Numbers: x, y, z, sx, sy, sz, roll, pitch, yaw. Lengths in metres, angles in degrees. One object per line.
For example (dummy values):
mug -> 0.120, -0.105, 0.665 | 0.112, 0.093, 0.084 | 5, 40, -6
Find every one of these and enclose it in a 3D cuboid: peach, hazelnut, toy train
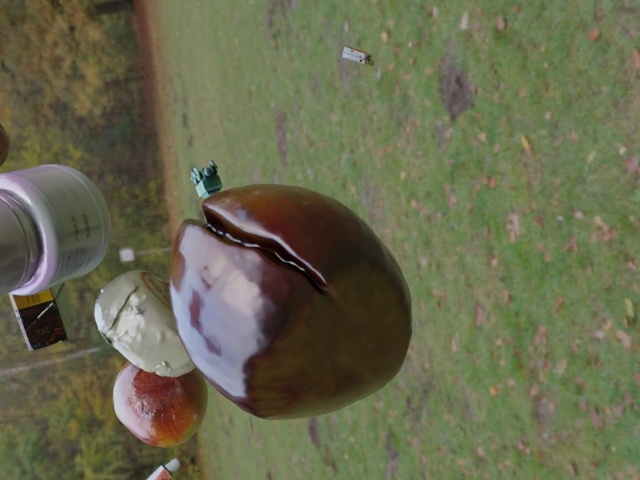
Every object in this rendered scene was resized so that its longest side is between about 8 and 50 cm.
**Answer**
peach -> -0.368, 0.365, 1.829 | 0.231, 0.231, 0.231 | 173, 90, -77
hazelnut -> -0.057, 0.112, 1.334 | 0.402, 0.429, 0.402 | -17, 61, 34
toy train -> -0.323, -0.168, 2.243 | 0.172, 0.070, 0.099 | 168, 81, -74

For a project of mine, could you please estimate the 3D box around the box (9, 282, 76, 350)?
box -> -0.813, 0.080, 2.225 | 0.264, 0.116, 0.415 | -148, 42, -75

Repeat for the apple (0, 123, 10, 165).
apple -> -0.751, -0.222, 1.726 | 0.153, 0.120, 0.153 | 56, 177, 4

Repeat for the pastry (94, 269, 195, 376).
pastry -> -0.334, 0.168, 1.594 | 0.265, 0.133, 0.265 | 45, -177, -3

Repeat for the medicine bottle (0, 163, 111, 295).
medicine bottle -> -0.583, -0.012, 1.517 | 0.302, 0.241, 0.241 | -28, -63, -61

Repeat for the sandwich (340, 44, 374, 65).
sandwich -> 0.087, -0.475, 2.017 | 0.135, 0.067, 0.029 | 46, 123, 59

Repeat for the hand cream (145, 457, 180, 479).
hand cream -> -0.391, 0.557, 1.718 | 0.038, 0.216, 0.052 | 49, 161, -3
